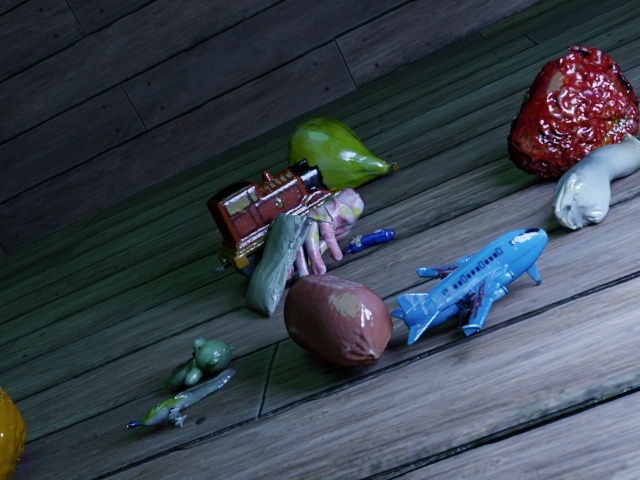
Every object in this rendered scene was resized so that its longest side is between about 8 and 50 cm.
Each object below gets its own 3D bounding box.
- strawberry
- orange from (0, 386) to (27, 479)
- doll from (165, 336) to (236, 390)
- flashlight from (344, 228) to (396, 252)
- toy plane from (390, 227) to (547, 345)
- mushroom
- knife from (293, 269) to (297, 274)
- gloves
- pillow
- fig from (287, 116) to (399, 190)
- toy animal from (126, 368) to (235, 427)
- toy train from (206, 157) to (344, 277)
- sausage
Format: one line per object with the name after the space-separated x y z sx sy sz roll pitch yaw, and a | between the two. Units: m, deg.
0.510 -0.241 1.547 0.220 0.274 0.274 28 47 23 | strawberry
-0.737 0.382 1.459 0.341 0.293 0.340 -26 18 9 | orange
-0.241 0.238 1.518 0.150 0.077 0.115 -33 5 20 | doll
0.107 -0.003 1.726 0.121 0.035 0.057 -18 19 28 | flashlight
0.240 0.070 1.227 0.271 0.105 0.254 -26 19 0 | toy plane
0.491 -0.110 1.387 0.096 0.099 0.278 1 29 45 | mushroom
-0.051 0.069 1.804 0.091 0.005 0.014 -35 21 -20 | knife
-0.006 -0.010 1.739 0.241 0.126 0.145 -39 20 -21 | gloves
-0.098 0.049 1.693 0.148 0.050 0.229 13 79 65 | pillow
0.045 -0.247 2.176 0.314 0.233 0.233 -15 21 49 | fig
-0.244 0.295 1.411 0.217 0.041 0.075 -27 16 -12 | toy animal
-0.113 -0.050 1.851 0.369 0.231 0.163 -32 18 -17 | toy train
0.025 0.129 1.320 0.148 0.148 0.254 -37 22 -27 | sausage
